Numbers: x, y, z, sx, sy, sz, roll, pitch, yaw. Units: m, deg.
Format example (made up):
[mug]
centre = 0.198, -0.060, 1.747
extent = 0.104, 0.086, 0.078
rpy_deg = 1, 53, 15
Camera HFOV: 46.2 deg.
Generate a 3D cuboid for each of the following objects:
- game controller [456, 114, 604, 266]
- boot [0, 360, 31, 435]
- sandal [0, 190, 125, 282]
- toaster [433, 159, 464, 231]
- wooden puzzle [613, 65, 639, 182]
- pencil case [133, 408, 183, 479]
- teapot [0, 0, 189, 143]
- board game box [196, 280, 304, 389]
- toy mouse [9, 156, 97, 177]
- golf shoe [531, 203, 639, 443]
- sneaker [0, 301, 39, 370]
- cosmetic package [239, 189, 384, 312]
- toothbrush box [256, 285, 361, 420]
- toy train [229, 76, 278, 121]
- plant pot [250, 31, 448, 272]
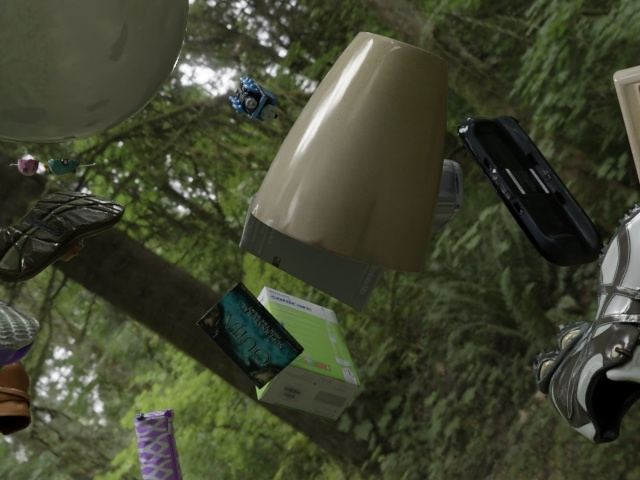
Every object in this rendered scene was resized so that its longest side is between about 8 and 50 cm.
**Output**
[game controller]
centre = 0.356, -0.092, 1.285
extent = 0.166, 0.319, 0.067
rpy_deg = -10, -32, -33
[boot]
centre = -0.724, 0.316, 1.485
extent = 0.283, 0.220, 0.109
rpy_deg = -6, -50, -31
[sandal]
centre = -0.325, 0.000, 0.924
extent = 0.219, 0.089, 0.060
rpy_deg = -59, -8, -57
[toaster]
centre = 0.184, -0.090, 1.459
extent = 0.227, 0.146, 0.129
rpy_deg = 121, 149, -69
[wooden puzzle]
centre = 0.551, -0.165, 1.054
extent = 0.044, 0.220, 0.239
rpy_deg = 38, -138, -67
[pencil case]
centre = -0.311, 0.436, 1.489
extent = 0.088, 0.206, 0.086
rpy_deg = -14, -5, 23
[teapot]
centre = -0.197, -0.209, 0.519
extent = 0.252, 0.256, 0.187
rpy_deg = -12, -25, -29
[board game box]
centre = -0.140, 0.189, 1.485
extent = 0.126, 0.186, 0.026
rpy_deg = -44, 0, 18
[toy mouse]
centre = -0.528, -0.141, 1.451
extent = 0.143, 0.160, 0.031
rpy_deg = -167, 78, -84
[golf shoe]
centre = 0.233, 0.058, 0.535
extent = 0.094, 0.077, 0.198
rpy_deg = -103, 31, -64
[sneaker]
centre = -0.497, 0.171, 1.104
extent = 0.293, 0.102, 0.146
rpy_deg = 9, 84, 58
[cosmetic package]
centre = 0.000, 0.000, 1.234
extent = 0.107, 0.237, 0.127
rpy_deg = -52, -13, -46
[toothbrush box]
centre = -0.049, 0.260, 1.753
extent = 0.122, 0.206, 0.283
rpy_deg = -57, 28, 23
[toy train]
centre = -0.155, -0.334, 1.797
extent = 0.080, 0.105, 0.184
rpy_deg = -60, 21, 13
[plant pot]
centre = 0.069, -0.130, 1.023
extent = 0.256, 0.256, 0.274
rpy_deg = -29, -40, -77
